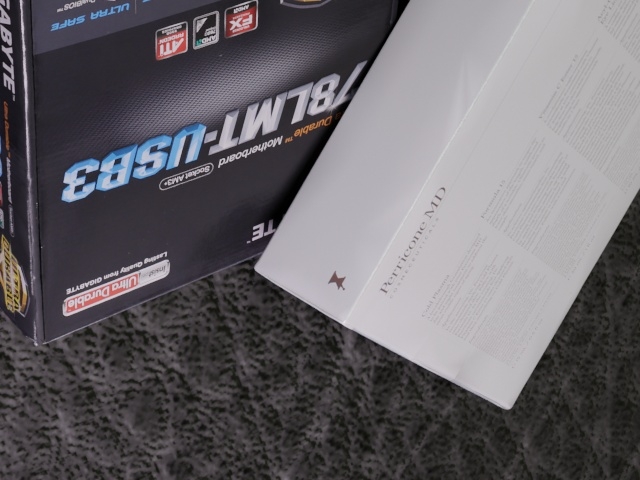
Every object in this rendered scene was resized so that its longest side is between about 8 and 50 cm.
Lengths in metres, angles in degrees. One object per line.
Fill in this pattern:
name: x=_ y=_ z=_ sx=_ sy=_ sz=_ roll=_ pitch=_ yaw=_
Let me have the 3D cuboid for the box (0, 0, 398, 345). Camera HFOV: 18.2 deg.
box: x=-0.082 y=-0.107 z=1.312 sx=0.295 sy=0.073 sz=0.293 roll=-21 pitch=132 yaw=-31

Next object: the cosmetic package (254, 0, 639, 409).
cosmetic package: x=0.143 y=-0.085 z=1.448 sx=0.377 sy=0.097 sz=0.284 roll=-59 pitch=149 yaw=-1
